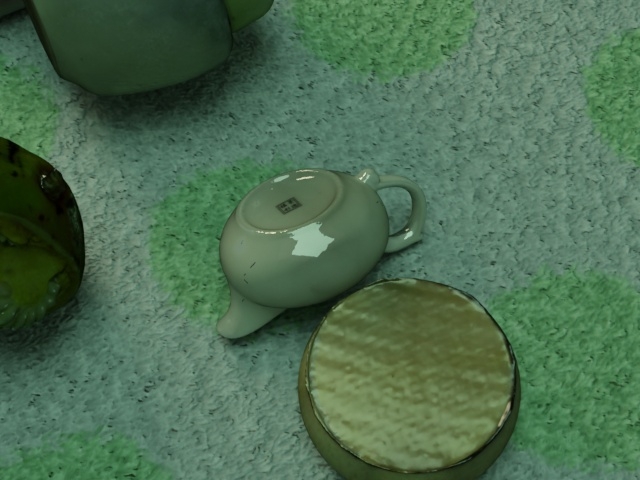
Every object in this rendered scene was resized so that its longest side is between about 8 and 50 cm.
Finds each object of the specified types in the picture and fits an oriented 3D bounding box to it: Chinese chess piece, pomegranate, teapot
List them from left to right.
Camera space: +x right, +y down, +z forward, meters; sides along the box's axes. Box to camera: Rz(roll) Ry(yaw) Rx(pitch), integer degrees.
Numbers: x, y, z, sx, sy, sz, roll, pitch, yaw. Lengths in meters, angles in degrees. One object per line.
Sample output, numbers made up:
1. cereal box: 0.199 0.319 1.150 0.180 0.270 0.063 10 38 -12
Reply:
1. pomegranate: -0.433 0.004 1.310 0.340 0.260 0.261 -14 58 21
2. teapot: 0.000 0.000 1.357 0.299 0.166 0.208 -18 21 -17
3. Chinese chess piece: 0.102 0.168 1.278 0.257 0.104 0.257 0 60 0

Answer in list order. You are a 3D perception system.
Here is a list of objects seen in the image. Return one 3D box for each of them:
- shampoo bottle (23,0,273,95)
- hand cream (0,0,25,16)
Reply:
1. shampoo bottle: -0.242 -0.356 1.457 0.317 0.322 0.322 -28 64 -3
2. hand cream: -0.435 -0.376 1.615 0.312 0.070 0.111 -29 53 -18
